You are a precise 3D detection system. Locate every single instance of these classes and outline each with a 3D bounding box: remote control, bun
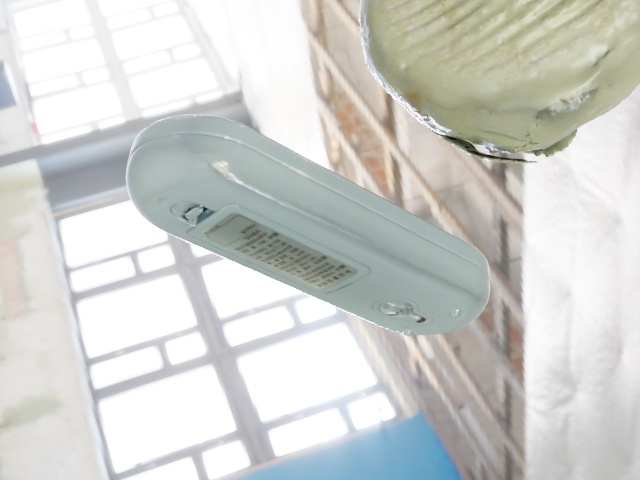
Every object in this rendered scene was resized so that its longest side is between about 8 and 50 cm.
[{"bbox_3d":[0.000,0.000,0.576,0.087,0.244,0.047,-32,-137,43],"label":"remote control"},{"bbox_3d":[0.149,-0.175,0.781,0.141,0.239,0.239,33,36,-72],"label":"bun"}]
